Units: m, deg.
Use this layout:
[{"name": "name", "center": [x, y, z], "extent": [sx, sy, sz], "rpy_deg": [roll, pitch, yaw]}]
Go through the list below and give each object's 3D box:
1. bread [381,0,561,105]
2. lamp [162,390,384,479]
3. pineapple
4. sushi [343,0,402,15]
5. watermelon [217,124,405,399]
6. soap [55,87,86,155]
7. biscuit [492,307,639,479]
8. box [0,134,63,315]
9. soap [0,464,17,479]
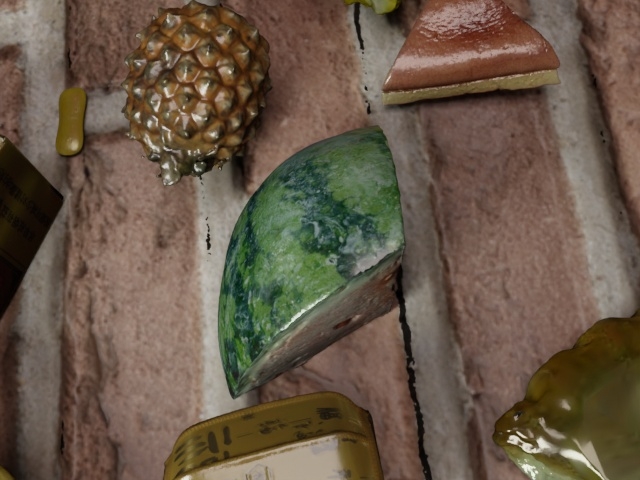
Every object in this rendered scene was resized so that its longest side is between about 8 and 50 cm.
[{"name": "bread", "center": [0.160, -0.214, 0.898], "extent": [0.192, 0.067, 0.119], "rpy_deg": [-3, 77, 6]}, {"name": "lamp", "center": [-0.035, 0.219, 0.712], "extent": [0.185, 0.161, 0.161], "rpy_deg": [-13, 69, 2]}, {"name": "pineapple", "center": [-0.135, -0.145, 0.860], "extent": [0.166, 0.166, 0.193], "rpy_deg": [9, 70, 9]}, {"name": "sushi", "center": [0.017, -0.476, 0.860], "extent": [0.240, 0.351, 0.396], "rpy_deg": [-41, 73, -10]}, {"name": "watermelon", "center": [0.000, 0.000, 0.801], "extent": [0.256, 0.176, 0.260], "rpy_deg": [-25, 64, 38]}, {"name": "soap", "center": [-0.288, -0.138, 0.946], "extent": [0.034, 0.012, 0.089], "rpy_deg": [-5, 69, 4]}, {"name": "biscuit", "center": [0.322, 0.205, 0.721], "extent": [0.335, 0.078, 0.329], "rpy_deg": [2, 65, 5]}, {"name": "box", "center": [-0.365, 0.020, 0.817], "extent": [0.071, 0.159, 0.240], "rpy_deg": [20, 71, 11]}, {"name": "soap", "center": [-0.401, 0.289, 0.715], "extent": [0.427, 0.115, 0.306], "rpy_deg": [31, 93, 10]}]
